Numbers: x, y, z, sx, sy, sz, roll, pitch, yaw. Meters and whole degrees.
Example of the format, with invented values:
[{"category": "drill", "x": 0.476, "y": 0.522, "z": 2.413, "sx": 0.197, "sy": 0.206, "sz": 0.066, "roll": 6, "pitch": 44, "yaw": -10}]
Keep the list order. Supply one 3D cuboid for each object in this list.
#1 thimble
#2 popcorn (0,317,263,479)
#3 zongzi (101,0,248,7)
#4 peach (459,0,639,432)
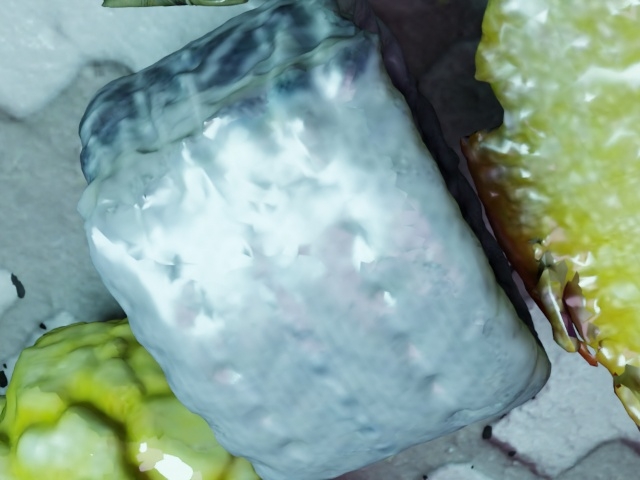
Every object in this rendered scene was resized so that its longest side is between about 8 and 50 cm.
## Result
[{"category": "thimble", "x": 0.000, "y": 0.000, "z": 0.551, "sx": 0.157, "sy": 0.217, "sz": 0.245, "roll": -26, "pitch": 136, "yaw": 10}, {"category": "popcorn", "x": -0.126, "y": 0.164, "z": 0.642, "sx": 0.225, "sy": 0.249, "sz": 0.249, "roll": 13, "pitch": 120, "yaw": 0}, {"category": "zongzi", "x": -0.077, "y": -0.158, "z": 0.557, "sx": 0.083, "sy": 0.040, "sz": 0.076, "roll": 2, "pitch": 116, "yaw": 12}, {"category": "peach", "x": 0.268, "y": -0.048, "z": 0.493, "sx": 0.339, "sy": 0.353, "sz": 0.416, "roll": -14, "pitch": 144, "yaw": 40}]
